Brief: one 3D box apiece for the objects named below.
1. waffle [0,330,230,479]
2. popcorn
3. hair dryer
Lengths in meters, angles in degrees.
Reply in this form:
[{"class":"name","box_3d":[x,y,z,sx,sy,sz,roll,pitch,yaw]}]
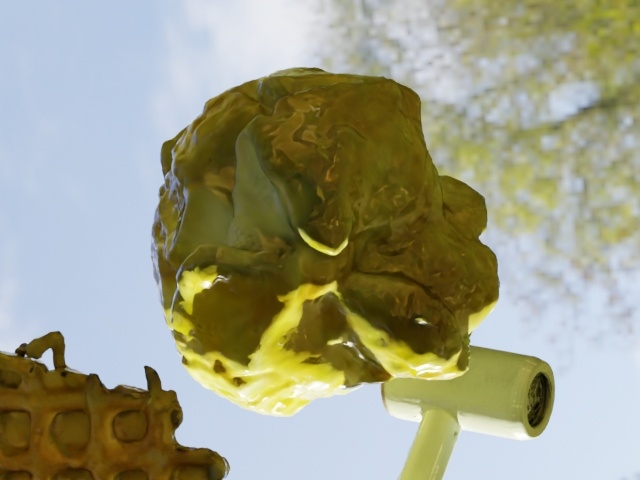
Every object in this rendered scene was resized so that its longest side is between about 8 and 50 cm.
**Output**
[{"class":"waffle","box_3d":[-0.202,0.208,1.310,0.062,0.329,0.329,5,-98,-82]},{"class":"popcorn","box_3d":[0.004,-0.002,1.432,0.225,0.276,0.276,-100,-9,-59]},{"class":"hair dryer","box_3d":[0.089,0.187,1.528,0.236,0.131,0.073,-64,-36,-26]}]
